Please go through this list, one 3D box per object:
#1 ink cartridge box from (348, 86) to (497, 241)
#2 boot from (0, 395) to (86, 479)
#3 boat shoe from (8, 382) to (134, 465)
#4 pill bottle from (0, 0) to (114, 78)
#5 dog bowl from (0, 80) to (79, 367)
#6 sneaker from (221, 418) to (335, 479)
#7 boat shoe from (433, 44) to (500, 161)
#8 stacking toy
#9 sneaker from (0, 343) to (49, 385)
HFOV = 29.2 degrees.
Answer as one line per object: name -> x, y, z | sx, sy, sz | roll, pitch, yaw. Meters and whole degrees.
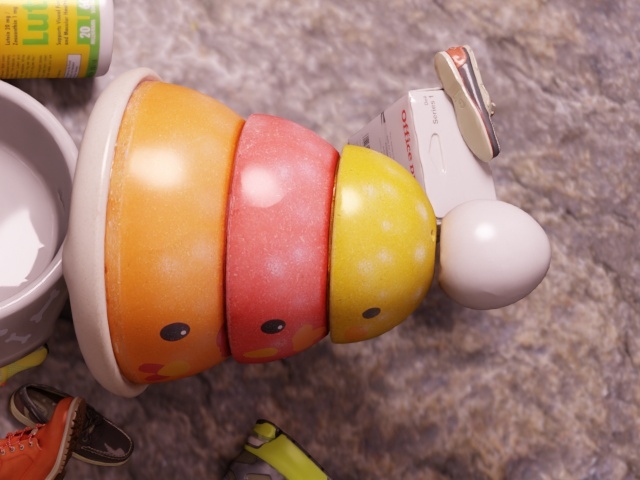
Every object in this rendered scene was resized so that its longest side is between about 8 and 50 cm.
ink cartridge box -> 0.120, -0.079, 1.485 | 0.093, 0.219, 0.160 | -7, 83, -19
boot -> -0.310, 0.224, 1.339 | 0.085, 0.059, 0.158 | 27, 114, -2
boat shoe -> -0.278, 0.208, 1.386 | 0.152, 0.049, 0.056 | 27, 60, -13
pill bottle -> -0.367, -0.252, 1.397 | 0.246, 0.136, 0.136 | -4, 81, -19
dog bowl -> -0.406, -0.030, 1.318 | 0.349, 0.102, 0.348 | 6, 64, -12
sneaker -> 0.000, 0.350, 1.440 | 0.300, 0.111, 0.121 | 44, 80, -1
boat shoe -> 0.173, -0.155, 1.379 | 0.043, 0.049, 0.137 | -20, 82, -26
stacking toy -> 0.000, 0.000, 1.289 | 0.480, 0.350, 0.350 | 2, 78, 6
sneaker -> -0.396, 0.164, 1.351 | 0.208, 0.081, 0.094 | -19, 106, -22
